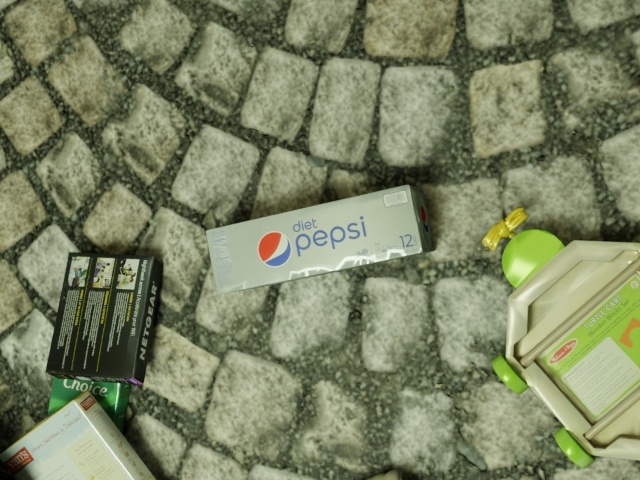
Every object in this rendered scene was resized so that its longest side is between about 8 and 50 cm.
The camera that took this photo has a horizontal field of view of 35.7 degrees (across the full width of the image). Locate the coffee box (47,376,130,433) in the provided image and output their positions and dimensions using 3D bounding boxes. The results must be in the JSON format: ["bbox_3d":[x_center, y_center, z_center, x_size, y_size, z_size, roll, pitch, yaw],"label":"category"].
[{"bbox_3d":[-0.336,0.227,1.446,0.113,0.040,0.184,12,93,16],"label":"coffee box"}]

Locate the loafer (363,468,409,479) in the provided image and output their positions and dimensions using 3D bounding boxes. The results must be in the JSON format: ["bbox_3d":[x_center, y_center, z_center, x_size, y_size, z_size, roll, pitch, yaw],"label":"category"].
[{"bbox_3d":[0.081,0.436,1.296,0.092,0.102,0.269,-6,78,18],"label":"loafer"}]

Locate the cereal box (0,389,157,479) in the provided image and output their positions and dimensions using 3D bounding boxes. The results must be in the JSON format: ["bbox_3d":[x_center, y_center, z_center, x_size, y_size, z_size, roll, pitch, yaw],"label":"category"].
[{"bbox_3d":[-0.321,0.351,1.402,0.173,0.047,0.240,-35,91,24],"label":"cereal box"}]

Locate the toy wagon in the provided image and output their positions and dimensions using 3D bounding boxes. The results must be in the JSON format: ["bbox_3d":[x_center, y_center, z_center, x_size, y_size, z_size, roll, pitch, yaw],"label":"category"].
[{"bbox_3d":[0.342,0.101,1.235,0.267,0.068,0.344,-43,78,12],"label":"toy wagon"}]

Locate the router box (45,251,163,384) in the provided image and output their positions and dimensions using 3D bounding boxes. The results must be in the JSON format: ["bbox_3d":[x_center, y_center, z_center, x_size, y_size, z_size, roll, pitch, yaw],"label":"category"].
[{"bbox_3d":[-0.304,0.109,1.404,0.133,0.046,0.179,3,72,13],"label":"router box"}]

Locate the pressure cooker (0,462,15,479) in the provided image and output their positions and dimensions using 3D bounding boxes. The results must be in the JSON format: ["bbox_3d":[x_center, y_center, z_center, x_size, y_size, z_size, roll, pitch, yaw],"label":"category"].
[{"bbox_3d":[-0.584,0.437,1.332,0.420,0.370,0.376,18,119,26],"label":"pressure cooker"}]

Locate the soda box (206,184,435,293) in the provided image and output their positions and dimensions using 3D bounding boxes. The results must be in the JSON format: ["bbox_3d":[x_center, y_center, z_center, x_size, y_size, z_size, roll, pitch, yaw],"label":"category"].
[{"bbox_3d":[0.000,0.000,1.319,0.286,0.098,0.091,-12,87,16],"label":"soda box"}]
